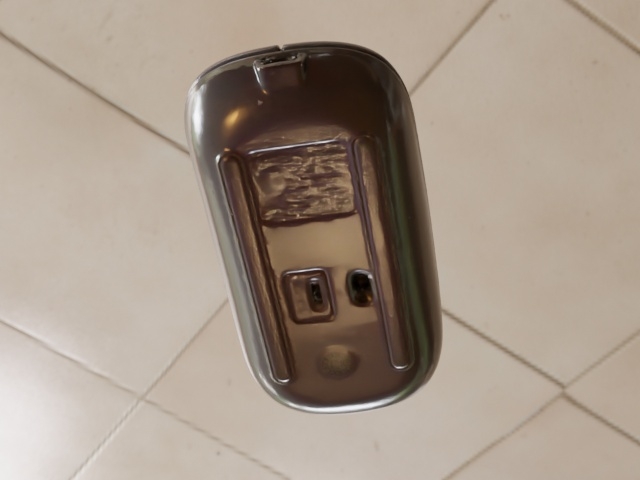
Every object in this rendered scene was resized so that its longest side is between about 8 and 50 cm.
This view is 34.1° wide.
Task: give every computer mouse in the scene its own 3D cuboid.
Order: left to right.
[{"bbox_3d":[0.000,0.000,0.560,0.120,0.057,0.232,-9,123,7],"label":"computer mouse"}]
